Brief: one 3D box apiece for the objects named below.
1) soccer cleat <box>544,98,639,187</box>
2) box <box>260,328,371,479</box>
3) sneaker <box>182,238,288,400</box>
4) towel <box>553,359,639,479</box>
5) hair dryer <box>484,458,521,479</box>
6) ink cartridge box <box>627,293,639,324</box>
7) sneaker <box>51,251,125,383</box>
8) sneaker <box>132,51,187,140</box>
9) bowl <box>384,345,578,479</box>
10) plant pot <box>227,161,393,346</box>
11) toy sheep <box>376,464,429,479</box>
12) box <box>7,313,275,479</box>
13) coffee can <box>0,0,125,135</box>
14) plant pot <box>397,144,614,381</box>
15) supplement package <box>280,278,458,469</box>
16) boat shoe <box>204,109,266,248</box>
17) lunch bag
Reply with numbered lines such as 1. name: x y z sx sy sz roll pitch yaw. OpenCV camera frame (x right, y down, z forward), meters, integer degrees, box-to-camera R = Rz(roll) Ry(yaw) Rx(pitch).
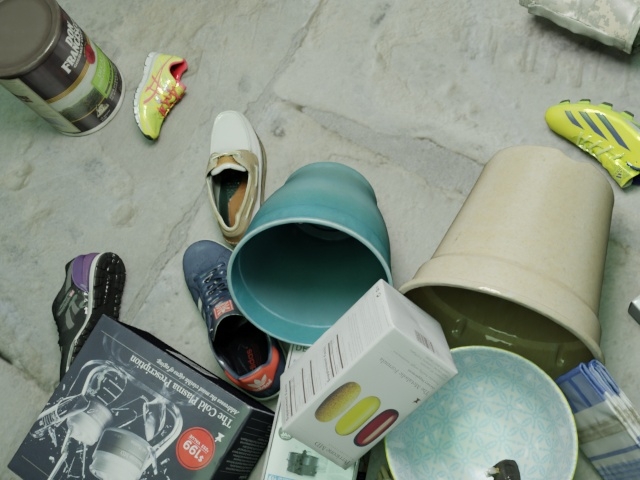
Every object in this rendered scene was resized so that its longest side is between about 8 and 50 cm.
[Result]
1. soccer cleat: 0.526 -0.162 1.406 0.289 0.093 0.121 25 86 21
2. box: 0.008 0.311 1.383 0.169 0.087 0.289 9 74 17
3. sneaker: -0.168 0.125 1.458 0.131 0.148 0.350 -35 65 2
4. towel: 0.454 0.315 1.189 0.034 0.209 0.285 -32 73 -16
5. hair dryer: 0.212 0.466 1.102 0.224 0.080 0.293 -13 64 -7
6. ink cartridge box: 0.619 0.102 1.301 0.175 0.072 0.127 -38 66 0
7. sneaker: -0.474 0.163 1.569 0.124 0.107 0.283 -3 67 29
8. sneaker: -0.334 -0.311 1.688 0.094 0.081 0.208 2 72 13
9. bowl: 0.256 0.322 1.275 0.290 0.156 0.289 -4 72 12
10. plant pot: 0.000 0.000 1.380 0.272 0.271 0.255 -4 36 13
11. toy sheep: 0.144 0.412 1.317 0.132 0.091 0.091 -10 68 -15
12. box: -0.303 0.356 1.401 0.343 0.179 0.312 27 82 21
13. coffee can: -0.562 -0.366 1.660 0.202 0.275 0.201 -4 71 13
14. plant pot: 0.330 0.026 1.292 0.334 0.334 0.305 17 67 19
15. supplement package: 0.066 0.207 1.218 0.244 0.139 0.134 -46 22 18
16. boat shoe: -0.168 -0.135 1.571 0.113 0.103 0.302 -15 69 9
17. lunch bag: 0.536 -0.489 1.472 0.235 0.169 0.287 33 78 22
